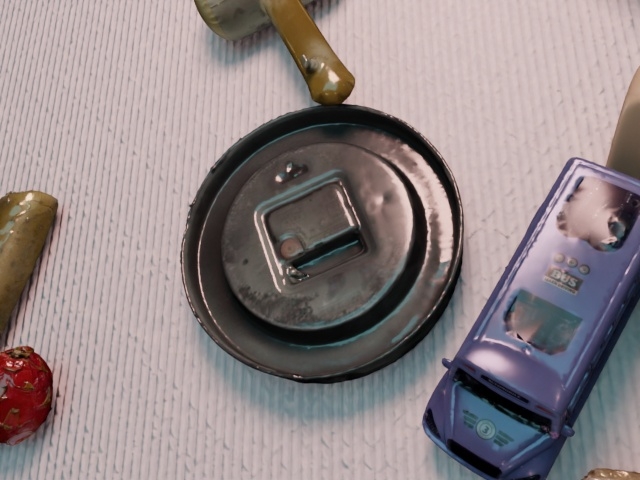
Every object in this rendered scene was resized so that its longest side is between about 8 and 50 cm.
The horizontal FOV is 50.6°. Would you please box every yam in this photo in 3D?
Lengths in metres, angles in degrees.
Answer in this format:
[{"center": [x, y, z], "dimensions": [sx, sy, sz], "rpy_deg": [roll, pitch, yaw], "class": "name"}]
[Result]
[{"center": [-0.432, 0.105, 0.840], "dimensions": [0.083, 0.083, 0.372], "rpy_deg": [12, 73, 21], "class": "yam"}]

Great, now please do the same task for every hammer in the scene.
[{"center": [-0.037, -0.270, 0.835], "dimensions": [0.202, 0.113, 0.305], "rpy_deg": [-29, 57, 8], "class": "hammer"}]

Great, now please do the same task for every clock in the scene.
[{"center": [0.001, -0.001, 0.752], "dimensions": [0.318, 0.066, 0.319], "rpy_deg": [-6, 68, 15], "class": "clock"}]

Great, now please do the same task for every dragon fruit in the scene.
[{"center": [-0.373, 0.206, 0.787], "dimensions": [0.094, 0.094, 0.190], "rpy_deg": [46, 109, 27], "class": "dragon fruit"}]

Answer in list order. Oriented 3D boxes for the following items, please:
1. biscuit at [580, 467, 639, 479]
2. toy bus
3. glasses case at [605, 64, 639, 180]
[{"center": [0.412, 0.235, 0.485], "dimensions": [0.426, 0.144, 0.079], "rpy_deg": [3, 69, 18], "class": "biscuit"}, {"center": [0.205, 0.078, 0.617], "dimensions": [0.125, 0.133, 0.292], "rpy_deg": [28, 79, 24], "class": "toy bus"}, {"center": [0.433, -0.057, 0.589], "dimensions": [0.336, 0.144, 0.076], "rpy_deg": [20, 52, 22], "class": "glasses case"}]
